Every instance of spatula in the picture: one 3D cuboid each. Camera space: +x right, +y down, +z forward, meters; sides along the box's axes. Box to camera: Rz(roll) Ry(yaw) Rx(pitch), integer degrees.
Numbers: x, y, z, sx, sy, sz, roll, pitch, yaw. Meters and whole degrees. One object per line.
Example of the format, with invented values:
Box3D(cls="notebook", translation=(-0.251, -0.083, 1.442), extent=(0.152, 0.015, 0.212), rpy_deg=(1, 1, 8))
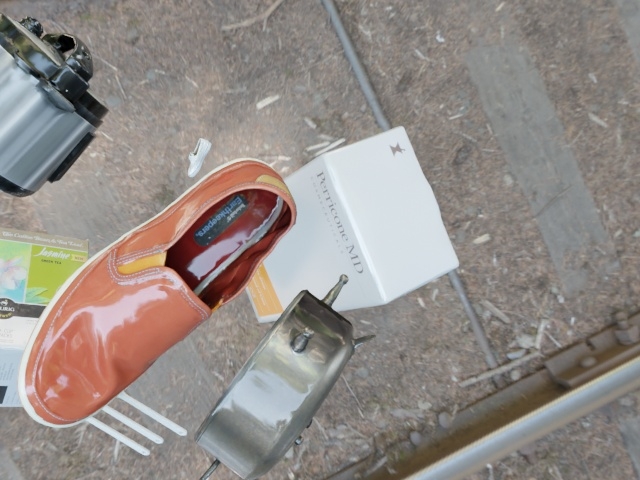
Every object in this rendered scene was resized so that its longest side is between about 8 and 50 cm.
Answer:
Box3D(cls="spatula", translation=(-0.374, 0.322, 1.049), extent=(0.168, 0.019, 0.242), rpy_deg=(-33, 118, 27))

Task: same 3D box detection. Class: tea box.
Box3D(cls="tea box", translation=(-0.725, 0.197, 1.413), extent=(0.219, 0.329, 0.324), rpy_deg=(10, 50, -31))

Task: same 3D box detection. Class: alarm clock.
Box3D(cls="alarm clock", translation=(-0.038, 0.117, 0.411), extent=(0.064, 0.129, 0.192), rpy_deg=(39, 111, 2))

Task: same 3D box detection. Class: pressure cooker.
Box3D(cls="pressure cooker", translation=(-0.766, -0.368, 1.479), extent=(0.369, 0.375, 0.420), rpy_deg=(41, 86, 3))

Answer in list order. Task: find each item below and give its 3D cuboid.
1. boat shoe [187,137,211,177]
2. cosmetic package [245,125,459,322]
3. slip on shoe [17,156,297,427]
Box3D(cls="boat shoe", translation=(-0.302, -0.201, 1.382), extent=(0.035, 0.035, 0.100), rpy_deg=(21, 107, -40))
Box3D(cls="cosmetic package", translation=(0.000, 0.000, 0.995), extent=(0.161, 0.453, 0.230), rpy_deg=(-23, 90, -31))
Box3D(cls="slip on shoe", translation=(-0.152, 0.048, 0.550), extent=(0.331, 0.101, 0.123), rpy_deg=(-44, 119, -10))
